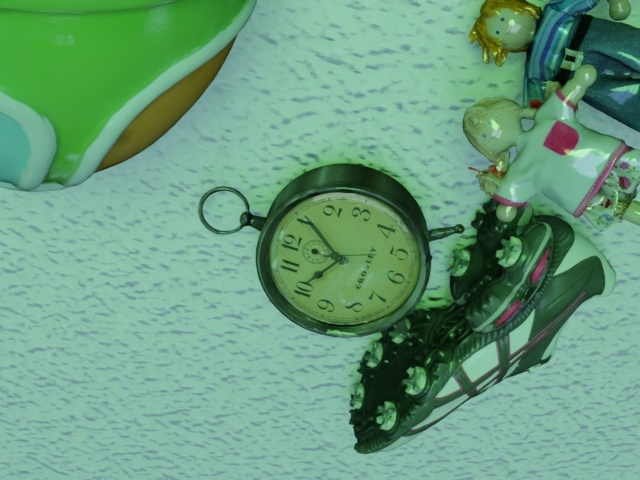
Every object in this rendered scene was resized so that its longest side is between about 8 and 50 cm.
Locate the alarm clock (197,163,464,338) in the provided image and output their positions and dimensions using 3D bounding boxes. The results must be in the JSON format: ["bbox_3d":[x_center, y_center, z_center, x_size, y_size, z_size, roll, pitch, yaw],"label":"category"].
[{"bbox_3d":[0.000,0.000,0.578,0.191,0.064,0.129,18,118,-8],"label":"alarm clock"}]

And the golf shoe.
[{"bbox_3d":[0.124,0.096,0.625,0.120,0.105,0.273,23,122,-23],"label":"golf shoe"}]

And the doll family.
[{"bbox_3d":[0.177,-0.133,0.446,0.163,0.118,0.263,30,121,19],"label":"doll family"}]

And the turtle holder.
[{"bbox_3d":[-0.192,-0.148,0.371,0.320,0.244,0.227,3,142,-19],"label":"turtle holder"}]
